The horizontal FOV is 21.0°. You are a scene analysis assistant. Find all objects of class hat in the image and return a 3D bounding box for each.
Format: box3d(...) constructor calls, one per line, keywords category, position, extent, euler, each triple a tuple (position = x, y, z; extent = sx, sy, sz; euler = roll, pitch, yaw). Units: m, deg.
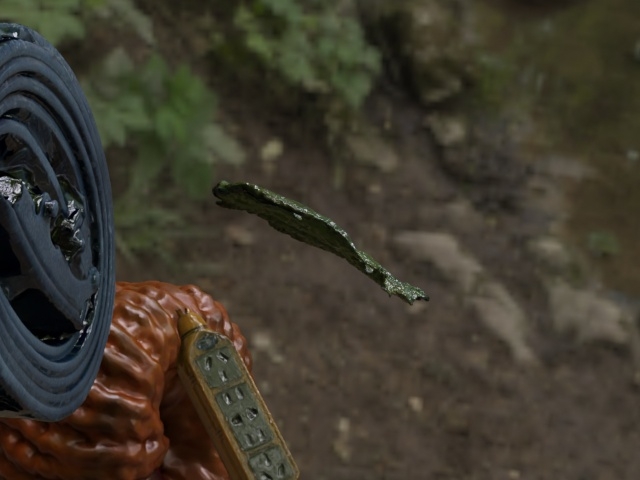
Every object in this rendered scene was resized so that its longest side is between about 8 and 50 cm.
box3d(category="hat", position=(-0.283, 0.154, 1.725), extent=(0.400, 0.285, 0.285), euler=(12, 33, 25))

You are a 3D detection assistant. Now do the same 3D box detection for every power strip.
box3d(category="power strip", position=(-0.073, 0.131, 1.389), extent=(0.049, 0.028, 0.178), euler=(-22, 77, -27))

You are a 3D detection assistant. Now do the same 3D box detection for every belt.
box3d(category="belt", position=(-0.141, -0.007, 0.678), extent=(0.082, 0.190, 0.141), euler=(1, 63, 10))

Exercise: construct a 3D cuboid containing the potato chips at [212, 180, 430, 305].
box3d(category="potato chips", position=(0.000, 0.001, 1.462), extent=(0.207, 0.092, 0.028), euler=(29, 79, 6))
